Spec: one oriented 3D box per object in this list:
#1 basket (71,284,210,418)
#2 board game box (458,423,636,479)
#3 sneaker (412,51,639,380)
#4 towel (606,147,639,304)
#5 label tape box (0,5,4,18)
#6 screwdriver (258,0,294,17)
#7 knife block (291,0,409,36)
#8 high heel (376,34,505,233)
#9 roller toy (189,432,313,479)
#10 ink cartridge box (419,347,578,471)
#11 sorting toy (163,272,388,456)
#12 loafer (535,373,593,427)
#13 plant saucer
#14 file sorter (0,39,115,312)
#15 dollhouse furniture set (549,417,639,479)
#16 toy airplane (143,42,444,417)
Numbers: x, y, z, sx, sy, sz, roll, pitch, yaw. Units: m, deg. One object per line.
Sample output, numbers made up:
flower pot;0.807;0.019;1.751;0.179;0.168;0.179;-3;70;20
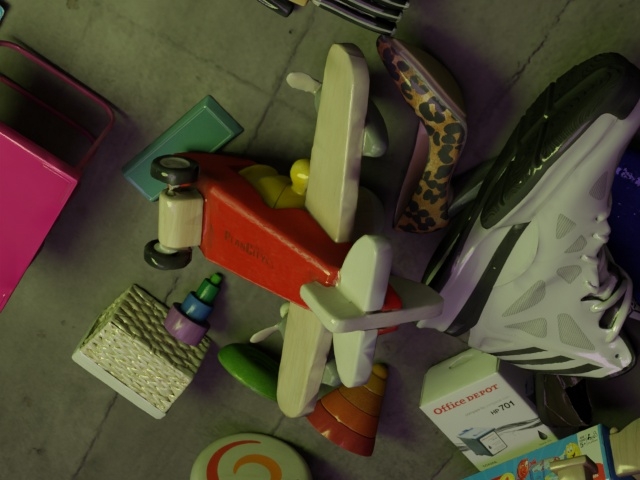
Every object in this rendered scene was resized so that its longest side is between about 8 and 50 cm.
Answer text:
basket;-0.262;0.162;1.626;0.167;0.113;0.103;37;124;-11
board game box;0.362;0.406;1.565;0.302;0.086;0.308;-31;131;32
sneaker;0.305;-0.003;1.242;0.257;0.169;0.447;26;137;-3
towel;0.454;0.010;1.331;0.308;0.076;0.227;20;135;2
label tape box;-0.604;-0.238;1.448;0.249;0.115;0.347;36;128;-9
screwdriver;-0.104;-0.320;1.301;0.170;0.025;0.024;36;128;1
knife block;-0.036;-0.320;1.229;0.276;0.088;0.242;-14;118;24
high heel;0.101;-0.117;1.325;0.186;0.093;0.261;-32;119;26
roller toy;-0.111;0.411;1.710;0.191;0.209;0.146;40;135;33
ink cartridge box;0.253;0.247;1.548;0.140;0.082;0.190;-31;114;32
sorting toy;-0.045;0.166;1.591;0.366;0.127;0.126;34;98;-5
loafer;0.326;0.152;1.438;0.078;0.080;0.220;11;124;44
plant saucer;-0.190;-0.117;1.466;0.192;0.018;0.067;-35;109;32
file sorter;-0.429;-0.088;1.455;0.202;0.182;0.290;33;128;-9
dollhouse furniture set;0.500;0.240;1.372;0.356;0.173;0.303;-18;143;24
toy airplane;0.000;0.000;1.331;0.386;0.272;0.384;-30;84;44
